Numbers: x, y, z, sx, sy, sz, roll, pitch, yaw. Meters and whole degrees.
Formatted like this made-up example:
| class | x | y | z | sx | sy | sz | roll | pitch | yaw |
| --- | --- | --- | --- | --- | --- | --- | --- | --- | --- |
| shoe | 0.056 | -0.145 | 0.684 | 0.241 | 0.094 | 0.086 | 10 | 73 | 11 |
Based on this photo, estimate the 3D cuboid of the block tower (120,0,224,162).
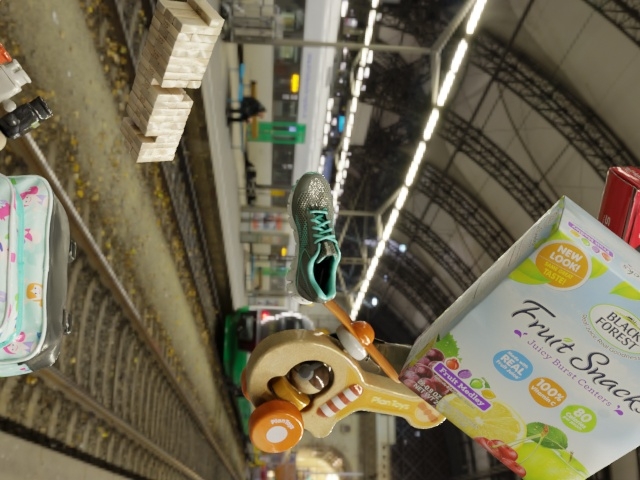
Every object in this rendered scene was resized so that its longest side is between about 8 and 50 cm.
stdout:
| class | x | y | z | sx | sy | sz | roll | pitch | yaw |
| --- | --- | --- | --- | --- | --- | --- | --- | --- | --- |
| block tower | -0.301 | -0.311 | 1.313 | 0.091 | 0.097 | 0.336 | 50 | -51 | 25 |

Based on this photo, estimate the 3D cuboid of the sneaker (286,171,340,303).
| class | x | y | z | sx | sy | sz | roll | pitch | yaw |
| --- | --- | --- | --- | --- | --- | --- | --- | --- | --- |
| sneaker | 0.000 | 0.000 | 0.813 | 0.076 | 0.064 | 0.167 | 14 | -74 | 62 |

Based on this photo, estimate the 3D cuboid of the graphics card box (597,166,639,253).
| class | x | y | z | sx | sy | sz | roll | pitch | yaw |
| --- | --- | --- | --- | --- | --- | --- | --- | --- | --- |
| graphics card box | 0.600 | 0.002 | 1.015 | 0.094 | 0.370 | 0.233 | -107 | -164 | -62 |

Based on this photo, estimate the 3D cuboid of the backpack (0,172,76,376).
| class | x | y | z | sx | sy | sz | roll | pitch | yaw |
| --- | --- | --- | --- | --- | --- | --- | --- | --- | --- |
| backpack | -0.413 | 0.037 | 0.709 | 0.191 | 0.253 | 0.225 | 107 | -20 | -72 |

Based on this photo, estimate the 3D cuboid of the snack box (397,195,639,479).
| class | x | y | z | sx | sy | sz | roll | pitch | yaw |
| --- | --- | --- | --- | --- | --- | --- | --- | --- | --- |
| snack box | 0.195 | 0.096 | 0.553 | 0.207 | 0.174 | 0.070 | -53 | 178 | 34 |

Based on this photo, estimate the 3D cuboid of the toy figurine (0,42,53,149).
| class | x | y | z | sx | sy | sz | roll | pitch | yaw |
| --- | --- | --- | --- | --- | --- | --- | --- | --- | --- |
| toy figurine | -0.595 | -0.276 | 1.160 | 0.209 | 0.148 | 0.213 | 48 | -12 | 32 |

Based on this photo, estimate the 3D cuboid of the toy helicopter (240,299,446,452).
| class | x | y | z | sx | sy | sz | roll | pitch | yaw |
| --- | --- | --- | --- | --- | --- | --- | --- | --- | --- |
| toy helicopter | 0.058 | 0.220 | 1.060 | 0.140 | 0.354 | 0.235 | -114 | -135 | -61 |

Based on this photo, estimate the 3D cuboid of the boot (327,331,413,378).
| class | x | y | z | sx | sy | sz | roll | pitch | yaw |
| --- | --- | --- | --- | --- | --- | --- | --- | --- | --- |
| boot | 0.098 | 0.221 | 1.279 | 0.106 | 0.219 | 0.082 | 37 | 57 | -47 |
